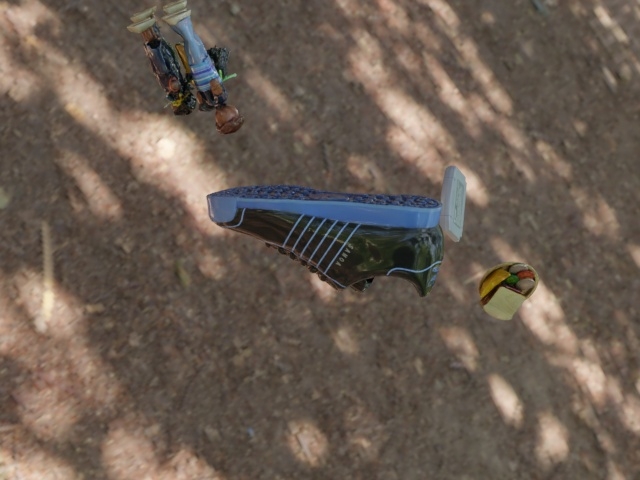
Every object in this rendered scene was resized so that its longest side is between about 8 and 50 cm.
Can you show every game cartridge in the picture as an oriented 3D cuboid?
[{"bbox_3d":[0.162,-0.046,1.342,0.056,0.017,0.083,41,53,-62],"label":"game cartridge"}]

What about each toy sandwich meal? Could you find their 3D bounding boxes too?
[{"bbox_3d":[0.238,0.063,1.393,0.085,0.085,0.029,32,31,-29],"label":"toy sandwich meal"}]

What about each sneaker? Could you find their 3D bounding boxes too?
[{"bbox_3d":[0.000,0.000,1.024,0.081,0.232,0.090,-29,123,-65],"label":"sneaker"}]

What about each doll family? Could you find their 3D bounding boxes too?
[{"bbox_3d":[-0.118,-0.152,0.979,0.193,0.076,0.111,-102,172,-71],"label":"doll family"}]
